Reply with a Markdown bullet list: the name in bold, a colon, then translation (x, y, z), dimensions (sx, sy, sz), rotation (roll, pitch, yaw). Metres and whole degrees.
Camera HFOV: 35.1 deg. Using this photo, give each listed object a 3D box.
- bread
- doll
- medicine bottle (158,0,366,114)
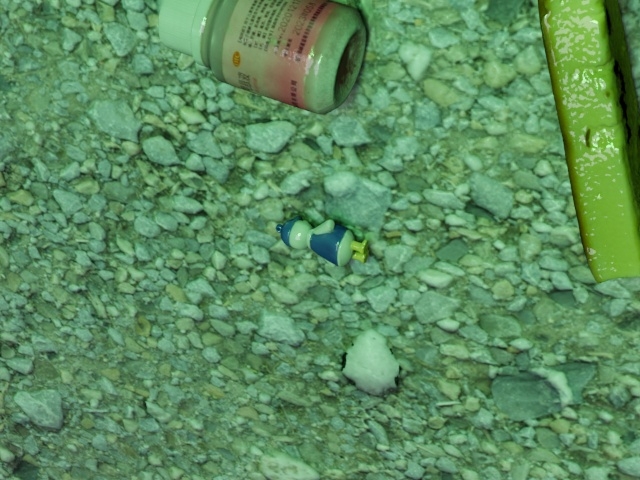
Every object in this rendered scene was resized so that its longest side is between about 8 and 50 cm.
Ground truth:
- **bread**: translation (0.322, -0.140, 1.161), dimensions (0.077, 0.138, 0.361), rotation (-5, 115, 26)
- **doll**: translation (0.000, 0.000, 1.449), dimensions (0.143, 0.057, 0.098), rotation (15, 143, 19)
- **medicine bottle**: translation (-0.075, -0.258, 1.284), dimensions (0.247, 0.147, 0.147), rotation (20, 124, 14)
